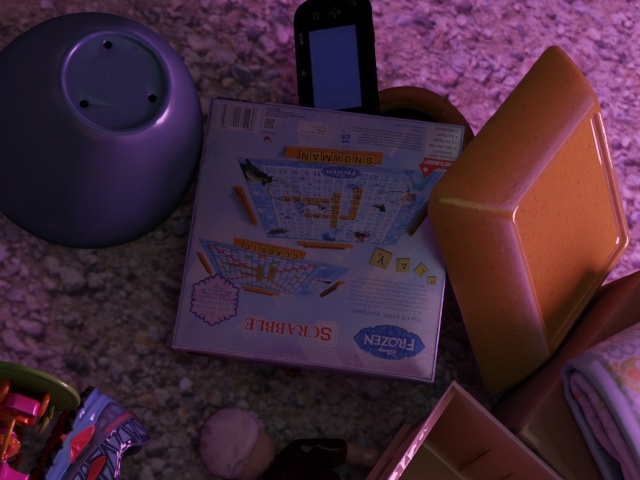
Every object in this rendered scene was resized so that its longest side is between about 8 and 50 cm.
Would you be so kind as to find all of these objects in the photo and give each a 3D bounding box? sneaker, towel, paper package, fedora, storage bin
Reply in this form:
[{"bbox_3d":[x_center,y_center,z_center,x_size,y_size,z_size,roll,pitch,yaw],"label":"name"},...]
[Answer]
[{"bbox_3d":[-0.275,0.300,1.745,0.125,0.104,0.262,31,67,-11],"label":"sneaker"},{"bbox_3d":[0.496,0.255,1.861,0.320,0.090,0.374,-23,84,-27],"label":"towel"},{"bbox_3d":[0.403,0.246,1.965,0.309,0.168,0.325,45,65,-4],"label":"paper package"},{"bbox_3d":[0.114,-0.102,1.998,0.194,0.079,0.194,-1,78,7],"label":"fedora"},{"bbox_3d":[0.164,0.355,1.779,0.262,0.123,0.260,42,50,-2],"label":"storage bin"}]

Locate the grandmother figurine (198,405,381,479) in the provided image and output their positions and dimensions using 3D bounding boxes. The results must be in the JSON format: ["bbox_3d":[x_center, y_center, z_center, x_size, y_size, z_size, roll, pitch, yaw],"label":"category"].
[{"bbox_3d":[-0.002,0.321,1.844,0.342,0.104,0.208,37,41,-3],"label":"grandmother figurine"}]

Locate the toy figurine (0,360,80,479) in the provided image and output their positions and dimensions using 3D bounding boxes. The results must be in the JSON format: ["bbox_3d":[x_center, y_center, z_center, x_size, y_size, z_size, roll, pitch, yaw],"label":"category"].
[{"bbox_3d":[-0.354,0.235,1.690,0.130,0.173,0.159,22,64,-17],"label":"toy figurine"}]

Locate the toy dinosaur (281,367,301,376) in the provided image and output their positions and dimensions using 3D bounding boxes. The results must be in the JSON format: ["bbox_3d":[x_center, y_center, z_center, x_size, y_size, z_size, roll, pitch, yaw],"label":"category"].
[{"bbox_3d":[-0.059,0.134,1.916,0.090,0.047,0.082,-15,88,11],"label":"toy dinosaur"}]

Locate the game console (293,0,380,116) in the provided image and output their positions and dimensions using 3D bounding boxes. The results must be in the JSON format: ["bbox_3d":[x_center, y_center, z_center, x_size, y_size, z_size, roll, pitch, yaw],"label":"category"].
[{"bbox_3d":[0.012,-0.139,1.954,0.213,0.044,0.361,-5,78,5],"label":"game console"}]

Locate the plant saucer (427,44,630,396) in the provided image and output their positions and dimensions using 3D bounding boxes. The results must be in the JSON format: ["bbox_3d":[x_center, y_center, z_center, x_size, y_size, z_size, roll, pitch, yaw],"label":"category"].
[{"bbox_3d":[0.284,-0.020,1.920,0.333,0.081,0.332,-49,133,-34],"label":"plant saucer"}]

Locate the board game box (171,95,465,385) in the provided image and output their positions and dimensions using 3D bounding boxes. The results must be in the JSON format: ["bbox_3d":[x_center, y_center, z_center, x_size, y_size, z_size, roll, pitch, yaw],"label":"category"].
[{"bbox_3d":[0.000,0.000,1.871,0.319,0.066,0.318,8,80,5],"label":"board game box"}]

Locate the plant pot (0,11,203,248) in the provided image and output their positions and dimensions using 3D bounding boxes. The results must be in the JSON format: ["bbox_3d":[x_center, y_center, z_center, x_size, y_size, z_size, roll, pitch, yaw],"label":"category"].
[{"bbox_3d":[-0.263,-0.155,1.833,0.290,0.195,0.290,6,72,-18],"label":"plant pot"}]
